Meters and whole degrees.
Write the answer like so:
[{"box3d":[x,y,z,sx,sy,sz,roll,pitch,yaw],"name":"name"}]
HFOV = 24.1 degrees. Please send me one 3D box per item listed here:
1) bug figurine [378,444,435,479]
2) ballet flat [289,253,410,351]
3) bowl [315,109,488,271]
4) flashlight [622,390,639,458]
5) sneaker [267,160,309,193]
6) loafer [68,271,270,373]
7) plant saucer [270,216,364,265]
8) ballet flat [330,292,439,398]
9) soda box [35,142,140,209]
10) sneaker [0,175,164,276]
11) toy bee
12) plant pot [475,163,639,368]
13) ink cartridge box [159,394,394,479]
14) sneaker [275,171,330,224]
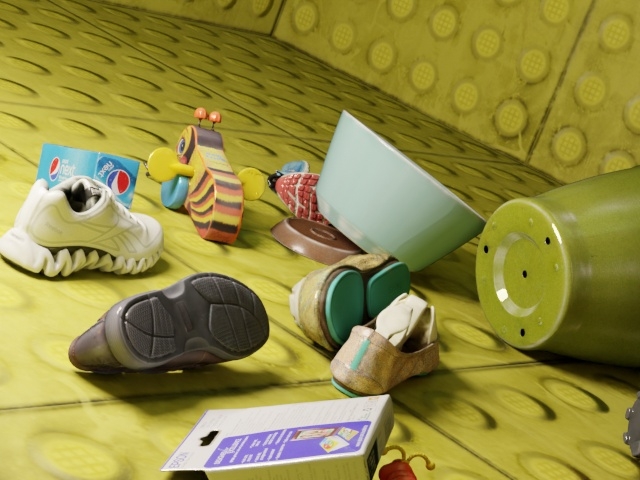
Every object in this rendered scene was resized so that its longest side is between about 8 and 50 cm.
[{"box3d":[0.178,0.302,1.529,0.279,0.072,0.216,18,15,-15],"name":"bug figurine"},{"box3d":[0.022,0.082,2.076,0.123,0.123,0.348,25,15,17],"name":"ballet flat"},{"box3d":[0.114,-0.060,2.496,0.311,0.163,0.311,37,4,-3],"name":"bowl"},{"box3d":[0.575,0.281,2.110,0.304,0.103,0.103,18,17,-16],"name":"flashlight"},{"box3d":[-0.061,-0.115,2.750,0.073,0.063,0.162,15,15,-9],"name":"sneaker"},{"box3d":[-0.172,0.101,1.725,0.095,0.109,0.302,-21,-9,28],"name":"loafer"},{"box3d":[0.000,0.000,2.479,0.168,0.029,0.168,19,14,-5],"name":"plant saucer"},{"box3d":[0.105,0.130,1.990,0.107,0.106,0.316,24,14,12],"name":"ballet flat"},{"box3d":[-0.336,-0.093,2.147,0.067,0.071,0.210,11,1,-33],"name":"soda box"},{"box3d":[-0.293,-0.022,1.968,0.110,0.118,0.292,26,13,25],"name":"sneaker"},{"box3d":[-0.198,-0.123,2.382,0.298,0.162,0.195,32,19,36],"name":"toy bee"},{"box3d":[0.453,0.045,2.398,0.353,0.367,0.366,-1,24,-30],"name":"plant pot"},{"box3d":[-0.039,0.212,1.536,0.208,0.045,0.206,-5,10,11],"name":"ink cartridge box"},{"box3d":[0.007,-0.069,2.663,0.225,0.088,0.092,19,4,-38],"name":"sneaker"}]
